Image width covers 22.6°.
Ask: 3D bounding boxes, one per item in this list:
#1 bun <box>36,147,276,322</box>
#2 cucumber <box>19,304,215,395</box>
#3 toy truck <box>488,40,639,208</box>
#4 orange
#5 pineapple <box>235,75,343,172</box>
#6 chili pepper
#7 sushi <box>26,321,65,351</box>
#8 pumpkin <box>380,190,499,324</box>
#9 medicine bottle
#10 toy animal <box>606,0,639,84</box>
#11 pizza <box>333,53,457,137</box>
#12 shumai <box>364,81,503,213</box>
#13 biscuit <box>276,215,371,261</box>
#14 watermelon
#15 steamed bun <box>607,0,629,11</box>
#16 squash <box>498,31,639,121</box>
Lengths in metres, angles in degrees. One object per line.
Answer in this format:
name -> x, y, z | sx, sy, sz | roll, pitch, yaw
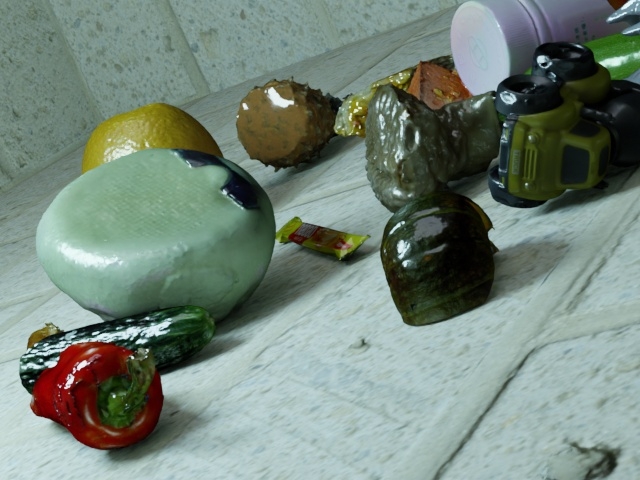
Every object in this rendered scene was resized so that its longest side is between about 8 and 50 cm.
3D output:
bun -> -0.192, 0.024, 1.942 | 0.293, 0.187, 0.293 | -6, 31, 4
cucumber -> -0.224, 0.124, 1.812 | 0.241, 0.074, 0.074 | -15, 14, 21
toy truck -> 0.289, -0.119, 1.776 | 0.165, 0.147, 0.224 | 15, 29, 25
orange -> -0.247, -0.089, 2.406 | 0.236, 0.236, 0.236 | -23, 12, 5
pineapple -> -0.031, -0.205, 2.716 | 0.158, 0.158, 0.279 | -18, 0, 24
chili pepper -> -0.234, 0.156, 1.637 | 0.110, 0.110, 0.387 | -28, 7, -20
sushi -> -0.339, 0.138, 2.021 | 0.060, 0.061, 0.118 | -15, 32, 0
pumpkin -> 0.116, 0.006, 1.615 | 0.119, 0.107, 0.183 | -27, 10, 10
medicine bottle -> 0.328, -0.295, 2.280 | 0.254, 0.152, 0.152 | -16, 8, -25
toy animal -> 0.408, -0.211, 1.859 | 0.367, 0.206, 0.081 | -16, 55, 27
pizza -> 0.195, -0.235, 2.433 | 0.365, 0.074, 0.182 | -17, -15, -7
shumai -> 0.149, -0.119, 2.035 | 0.175, 0.166, 0.206 | -2, 12, -6
biscuit -> 0.000, 0.000, 2.038 | 0.048, 0.026, 0.292 | -46, 16, -9
watermelon -> 0.194, -0.184, 2.321 | 0.145, 0.137, 0.193 | 9, 6, -10
steamed bun -> 0.493, -0.379, 1.899 | 0.379, 0.235, 0.248 | -5, 36, 26
squash -> 0.381, -0.217, 2.076 | 0.379, 0.101, 0.101 | -12, 16, 40
